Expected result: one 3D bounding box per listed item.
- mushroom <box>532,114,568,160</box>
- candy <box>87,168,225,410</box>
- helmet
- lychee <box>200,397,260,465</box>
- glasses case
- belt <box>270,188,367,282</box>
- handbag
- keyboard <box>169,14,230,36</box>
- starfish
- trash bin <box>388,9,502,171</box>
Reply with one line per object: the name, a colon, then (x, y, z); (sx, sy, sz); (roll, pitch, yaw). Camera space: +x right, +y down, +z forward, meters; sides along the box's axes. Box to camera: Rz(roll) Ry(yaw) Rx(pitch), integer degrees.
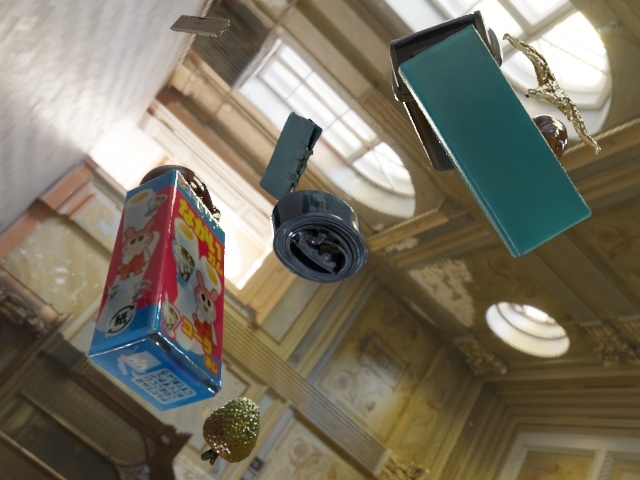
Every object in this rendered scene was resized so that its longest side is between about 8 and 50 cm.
mushroom: (0.523, -0.212, 1.553); (0.255, 0.267, 0.267); (19, -120, 39)
candy: (-0.210, 0.060, 0.817); (0.100, 0.157, 0.305); (-20, -136, 14)
helmet: (-0.273, -0.086, 1.107); (0.155, 0.175, 0.106); (-34, 139, -45)
lychee: (-0.179, 0.381, 1.165); (0.146, 0.114, 0.114); (-51, -168, -20)
glasses case: (0.229, -0.131, 0.799); (0.117, 0.300, 0.070); (-29, 176, -4)
belt: (0.000, 0.000, 1.007); (0.142, 0.190, 0.082); (-29, -138, 20)
handbag: (-0.074, -0.211, 1.514); (0.221, 0.057, 0.144); (-63, -147, 15)
keyboard: (-0.285, -0.508, 1.390); (0.166, 0.017, 0.055); (20, -113, 34)
starfish: (0.417, -0.293, 1.076); (0.048, 0.231, 0.294); (-35, -132, 34)
trash bin: (0.265, -0.293, 1.165); (0.210, 0.290, 0.182); (-15, -137, 19)
